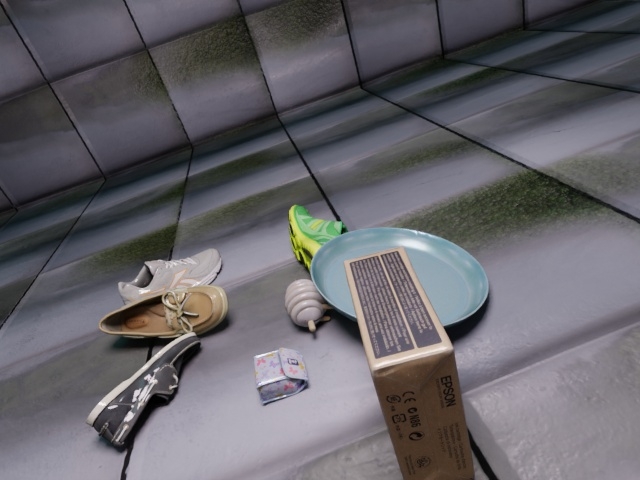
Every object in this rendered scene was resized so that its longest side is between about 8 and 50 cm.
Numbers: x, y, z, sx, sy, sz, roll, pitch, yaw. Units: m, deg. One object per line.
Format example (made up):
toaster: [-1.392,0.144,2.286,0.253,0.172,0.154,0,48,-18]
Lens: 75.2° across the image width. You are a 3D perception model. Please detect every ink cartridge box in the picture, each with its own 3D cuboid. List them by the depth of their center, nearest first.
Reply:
ink cartridge box: [0.106,0.156,0.520,0.088,0.235,0.193,-16,31,4]

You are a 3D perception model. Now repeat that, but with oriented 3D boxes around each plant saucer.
plant saucer: [0.140,0.068,0.767,0.317,0.044,0.318,0,30,0]

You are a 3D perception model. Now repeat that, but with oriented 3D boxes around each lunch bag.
lunch bag: [-0.066,0.220,0.695,0.083,0.053,0.071,-12,31,-6]

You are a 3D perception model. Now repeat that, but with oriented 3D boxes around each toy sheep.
toy sheep: [-0.025,0.122,0.801,0.091,0.091,0.132,-21,35,-3]

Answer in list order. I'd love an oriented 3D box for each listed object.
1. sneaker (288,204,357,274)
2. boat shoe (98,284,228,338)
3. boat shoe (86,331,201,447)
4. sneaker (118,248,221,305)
sneaker: [0.000,0.000,0.986,0.123,0.110,0.295,-12,31,-17]
boat shoe: [-0.325,0.159,0.866,0.285,0.105,0.089,-18,-12,19]
boat shoe: [-0.297,0.262,0.755,0.079,0.084,0.233,35,41,9]
sneaker: [-0.362,0.083,1.015,0.099,0.121,0.262,15,44,43]
